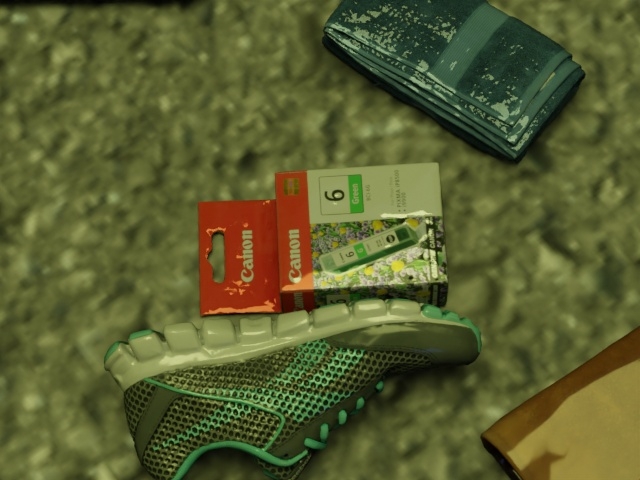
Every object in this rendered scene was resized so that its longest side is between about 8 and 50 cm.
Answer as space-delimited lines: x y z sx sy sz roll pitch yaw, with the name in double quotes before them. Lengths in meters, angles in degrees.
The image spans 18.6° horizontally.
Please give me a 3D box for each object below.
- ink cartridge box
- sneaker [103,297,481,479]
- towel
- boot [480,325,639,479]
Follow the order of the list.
"ink cartridge box" 0.000 0.000 0.904 0.115 0.029 0.062 -3 65 0
"sneaker" -0.009 0.069 0.864 0.167 0.065 0.076 -9 81 1
"towel" 0.064 -0.091 0.944 0.119 0.029 0.067 33 70 16
"boot" 0.251 0.087 0.819 0.280 0.096 0.264 -40 70 -14
